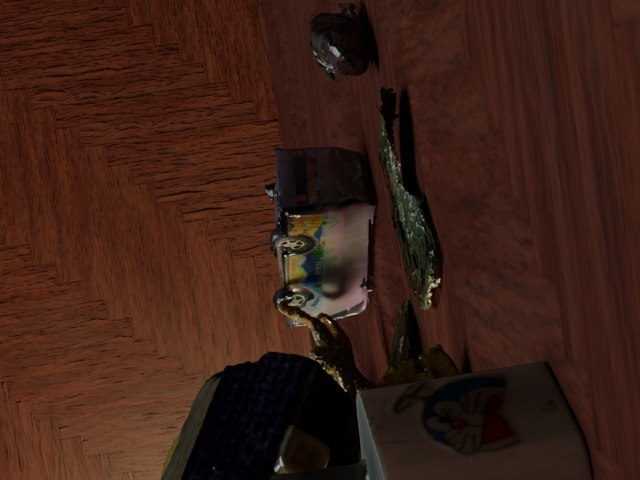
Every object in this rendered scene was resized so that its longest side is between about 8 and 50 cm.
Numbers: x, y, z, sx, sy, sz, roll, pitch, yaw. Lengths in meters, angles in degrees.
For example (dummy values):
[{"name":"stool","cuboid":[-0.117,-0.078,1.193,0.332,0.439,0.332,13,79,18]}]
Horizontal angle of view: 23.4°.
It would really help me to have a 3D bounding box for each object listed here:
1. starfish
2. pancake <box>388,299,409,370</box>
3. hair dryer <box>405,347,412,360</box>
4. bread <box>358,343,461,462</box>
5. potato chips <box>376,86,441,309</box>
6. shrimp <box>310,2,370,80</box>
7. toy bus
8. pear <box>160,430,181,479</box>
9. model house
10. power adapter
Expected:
[{"name":"starfish","cuboid":[0.015,0.156,1.997,0.209,0.053,0.150,47,-168,12]},{"name":"pancake","cuboid":[0.086,0.119,1.718,0.115,0.011,0.115,-171,90,-88]},{"name":"hair dryer","cuboid":[0.101,0.177,1.709,0.063,0.037,0.114,130,139,-85]},{"name":"bread","cuboid":[0.090,0.195,1.411,0.172,0.103,0.132,96,159,-58]},{"name":"potato chips","cuboid":[0.084,-0.039,1.535,0.202,0.029,0.220,97,162,-83]},{"name":"shrimp","cuboid":[0.020,-0.227,1.749,0.073,0.075,0.190,49,180,-20]},{"name":"toy bus","cuboid":[0.000,0.000,2.014,0.317,0.138,0.112,87,178,-60]},{"name":"pear","cuboid":[-0.067,0.370,2.224,0.348,0.348,0.348,172,90,-86]},{"name":"model house","cuboid":[-0.006,0.271,1.708,0.243,0.298,0.284,-67,8,-21]},{"name":"power adapter","cuboid":[0.066,0.170,1.027,0.130,0.205,0.125,-110,12,-60]}]
